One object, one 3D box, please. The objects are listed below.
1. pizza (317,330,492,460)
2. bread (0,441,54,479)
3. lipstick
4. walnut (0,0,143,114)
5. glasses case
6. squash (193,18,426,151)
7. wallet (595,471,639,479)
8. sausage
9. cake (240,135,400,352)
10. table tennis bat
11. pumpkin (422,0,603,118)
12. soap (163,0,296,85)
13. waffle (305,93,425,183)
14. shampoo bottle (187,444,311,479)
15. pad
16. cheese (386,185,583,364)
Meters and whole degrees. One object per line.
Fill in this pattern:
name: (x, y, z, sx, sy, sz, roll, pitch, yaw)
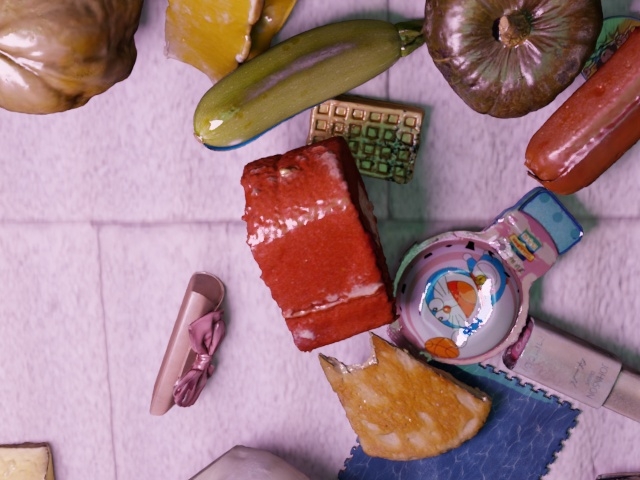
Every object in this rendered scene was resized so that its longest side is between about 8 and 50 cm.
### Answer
pizza: (0.097, 0.211, 1.359, 0.262, 0.034, 0.181, 39, 113, -24)
bread: (-0.502, 0.373, 1.412, 0.266, 0.142, 0.178, -2, 63, 3)
lipstick: (0.376, 0.185, 1.362, 0.253, 0.077, 0.079, 24, 97, -4)
walnut: (-0.329, -0.266, 1.168, 0.283, 0.283, 0.227, 42, 115, -9)
glasses case: (-0.168, 0.150, 1.356, 0.070, 0.102, 0.193, 18, 103, -10)
squash: (-0.010, -0.212, 1.245, 0.341, 0.094, 0.094, -28, 103, -14)
wallet: (0.491, 0.390, 1.419, 0.231, 0.069, 0.170, -5, 108, -3)
sausage: (0.387, -0.185, 1.246, 0.102, 0.102, 0.330, 38, 110, -8)
cake: (0.000, 0.000, 1.251, 0.151, 0.177, 0.283, -21, 132, 6)
table tennis bat: (0.402, -0.228, 1.291, 0.155, 0.019, 0.100, 19, 106, -2)
pumpkin: (0.229, -0.263, 1.216, 0.219, 0.162, 0.219, 1, 106, 5)
soap: (-0.067, -0.399, 1.249, 0.169, 0.304, 0.338, 28, 63, 1)
waffle: (0.056, -0.132, 1.310, 0.148, 0.042, 0.102, 10, 104, -2)
shampoo bottle: (-0.102, 0.446, 1.313, 0.322, 0.322, 0.317, -33, 95, 9)
pad: (0.190, 0.294, 1.429, 0.269, 0.012, 0.269, 24, 103, -4)
cheese: (0.211, 0.051, 1.332, 0.286, 0.074, 0.189, -41, 96, 10)
